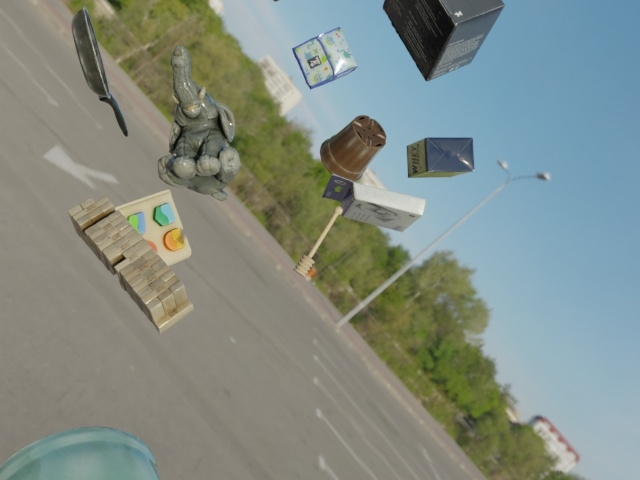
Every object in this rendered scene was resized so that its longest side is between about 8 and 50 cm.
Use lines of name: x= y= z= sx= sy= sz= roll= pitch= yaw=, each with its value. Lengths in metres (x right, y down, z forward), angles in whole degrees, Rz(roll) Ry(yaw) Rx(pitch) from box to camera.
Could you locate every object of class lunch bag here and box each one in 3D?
lunch bag: x=0.010 y=-0.511 z=2.031 sx=0.128 sy=0.151 sz=0.096 roll=65 pitch=-14 yaw=-4

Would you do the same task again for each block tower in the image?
block tower: x=-0.412 y=0.042 z=1.557 sx=0.335 sy=0.091 sz=0.097 roll=44 pitch=-25 yaw=22

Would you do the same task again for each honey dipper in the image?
honey dipper: x=0.000 y=0.000 z=1.454 sx=0.030 sy=0.160 sz=0.030 roll=33 pitch=-8 yaw=5

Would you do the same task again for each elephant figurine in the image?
elephant figurine: x=-0.236 y=-0.225 z=1.425 sx=0.169 sy=0.186 sz=0.239 roll=4 pitch=68 yaw=-33

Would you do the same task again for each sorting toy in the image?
sorting toy: x=-0.460 y=-0.019 z=1.991 sx=0.038 sy=0.193 sz=0.208 roll=-2 pitch=-72 yaw=48

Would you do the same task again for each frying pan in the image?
frying pan: x=-0.490 y=-0.376 z=1.584 sx=0.326 sy=0.053 sz=0.197 roll=112 pitch=-38 yaw=-72

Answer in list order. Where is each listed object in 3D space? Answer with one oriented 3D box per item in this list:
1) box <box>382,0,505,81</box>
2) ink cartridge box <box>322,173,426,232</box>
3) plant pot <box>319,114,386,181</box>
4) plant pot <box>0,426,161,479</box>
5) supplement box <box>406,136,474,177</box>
box: x=0.184 y=-0.361 z=1.111 sx=0.156 sy=0.093 sz=0.158 roll=63 pitch=-15 yaw=13
ink cartridge box: x=0.117 y=-0.083 z=1.708 sx=0.224 sy=0.045 sz=0.223 roll=15 pitch=-11 yaw=-2
plant pot: x=0.110 y=-0.293 z=2.245 sx=0.167 sy=0.167 sz=0.165 roll=49 pitch=-43 yaw=0
plant pot: x=-0.361 y=0.465 z=1.101 sx=0.293 sy=0.293 sz=0.196 roll=49 pitch=-5 yaw=-40
supplement box: x=0.195 y=-0.135 z=1.178 sx=0.083 sy=0.083 sz=0.056 roll=172 pitch=-84 yaw=-74
